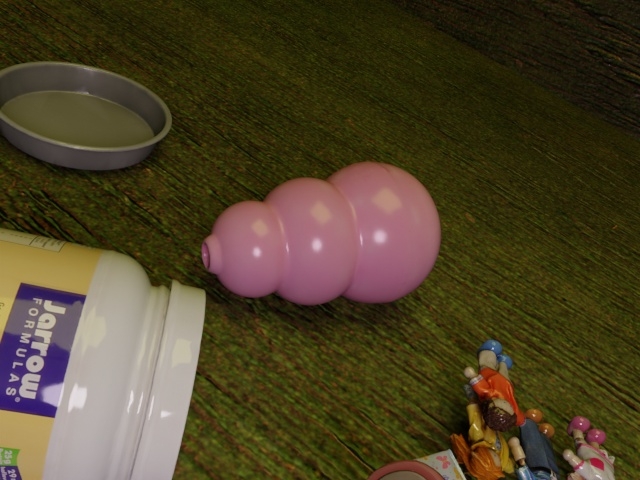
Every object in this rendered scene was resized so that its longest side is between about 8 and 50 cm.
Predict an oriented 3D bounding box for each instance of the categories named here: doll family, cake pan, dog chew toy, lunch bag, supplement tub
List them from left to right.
[{"bbox_3d":[-0.285,0.108,0.610,0.332,0.241,0.241,12,34,-13],"label":"supplement tub"},{"bbox_3d":[-0.399,-0.209,1.170,0.293,0.054,0.293,15,34,-10],"label":"cake pan"},{"bbox_3d":[0.000,0.000,0.979,0.332,0.206,0.206,-9,43,-25],"label":"dog chew toy"},{"bbox_3d":[0.128,0.280,0.770,0.071,0.053,0.083,-3,53,-31],"label":"lunch bag"},{"bbox_3d":[0.245,0.258,0.839,0.263,0.118,0.163,38,26,-7],"label":"doll family"}]

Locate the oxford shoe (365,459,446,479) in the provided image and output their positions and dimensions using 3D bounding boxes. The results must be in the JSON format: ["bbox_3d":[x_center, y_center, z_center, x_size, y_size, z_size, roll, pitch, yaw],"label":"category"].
[{"bbox_3d":[0.109,0.339,0.533,0.130,0.123,0.348,11,64,-62],"label":"oxford shoe"}]
